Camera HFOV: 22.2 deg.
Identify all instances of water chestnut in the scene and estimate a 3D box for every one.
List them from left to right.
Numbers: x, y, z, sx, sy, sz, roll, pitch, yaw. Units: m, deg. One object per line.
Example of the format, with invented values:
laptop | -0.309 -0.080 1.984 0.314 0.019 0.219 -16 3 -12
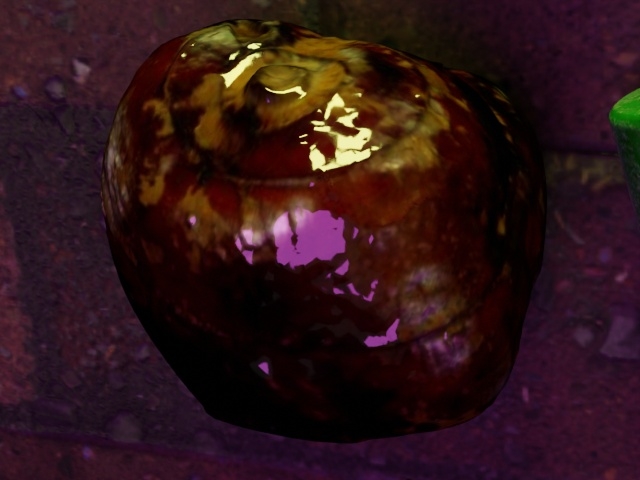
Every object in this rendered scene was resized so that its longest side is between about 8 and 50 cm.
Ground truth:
water chestnut | 0.000 0.000 0.968 0.289 0.289 0.244 15 93 16

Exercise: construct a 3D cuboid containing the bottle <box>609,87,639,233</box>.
bottle | 0.260 0.062 0.984 0.093 0.093 0.330 -13 107 27
